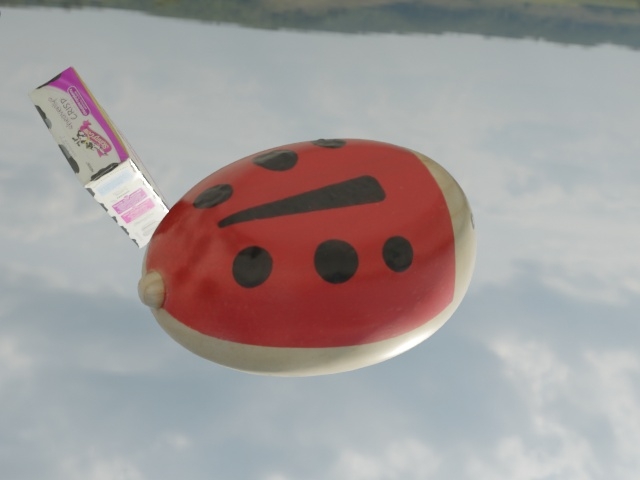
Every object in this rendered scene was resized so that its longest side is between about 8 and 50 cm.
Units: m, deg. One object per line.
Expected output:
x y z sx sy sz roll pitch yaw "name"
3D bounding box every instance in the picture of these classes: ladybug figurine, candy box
0.000 0.000 1.382 0.449 0.162 0.305 -17 -121 -29 "ladybug figurine"
-0.278 -0.103 1.530 0.071 0.159 0.233 -33 160 -3 "candy box"
